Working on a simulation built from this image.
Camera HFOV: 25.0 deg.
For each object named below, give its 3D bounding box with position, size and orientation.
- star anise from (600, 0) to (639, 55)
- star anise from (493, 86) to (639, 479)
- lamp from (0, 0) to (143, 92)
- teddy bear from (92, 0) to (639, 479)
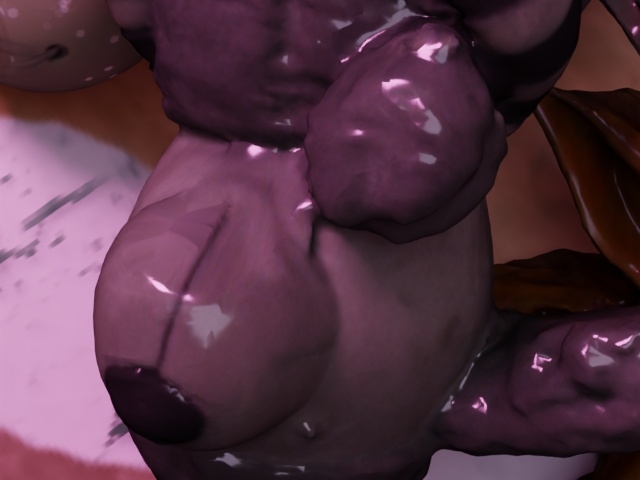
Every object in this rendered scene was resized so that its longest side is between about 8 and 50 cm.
[{"bbox_3d":[0.094,-0.142,0.436,0.073,0.212,0.197,20,57,-41],"label":"star anise"},{"bbox_3d":[0.133,0.031,0.448,0.196,0.111,0.212,-26,115,9],"label":"star anise"},{"bbox_3d":[-0.054,-0.115,0.468,0.163,0.091,0.091,-37,87,-25],"label":"lamp"},{"bbox_3d":[0.011,-0.013,0.374,0.171,0.144,0.251,2,102,24],"label":"teddy bear"}]
